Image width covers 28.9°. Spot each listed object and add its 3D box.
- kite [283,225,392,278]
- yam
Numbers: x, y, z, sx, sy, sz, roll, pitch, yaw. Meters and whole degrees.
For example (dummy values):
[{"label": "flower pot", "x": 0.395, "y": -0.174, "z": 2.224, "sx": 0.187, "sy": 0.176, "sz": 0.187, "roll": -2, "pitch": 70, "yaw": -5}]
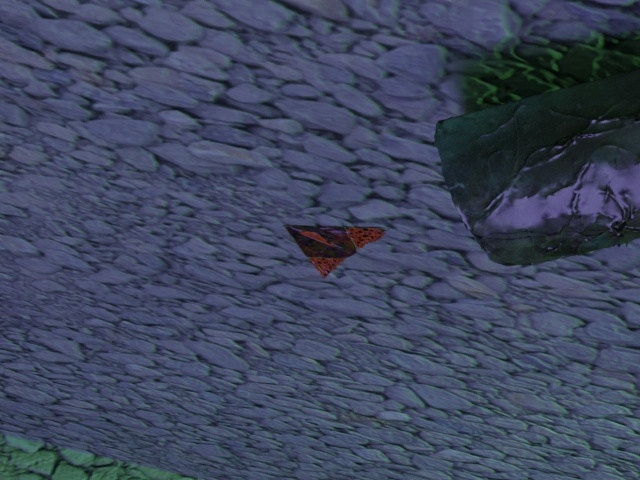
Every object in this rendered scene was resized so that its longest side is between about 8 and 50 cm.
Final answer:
[{"label": "kite", "x": 0.000, "y": 0.001, "z": 1.827, "sx": 0.125, "sy": 0.008, "sz": 0.222, "roll": 24, "pitch": 150, "yaw": -17}, {"label": "yam", "x": 0.284, "y": -0.082, "z": 1.347, "sx": 0.271, "sy": 0.201, "sz": 0.202, "roll": -21, "pitch": 180, "yaw": 26}]
